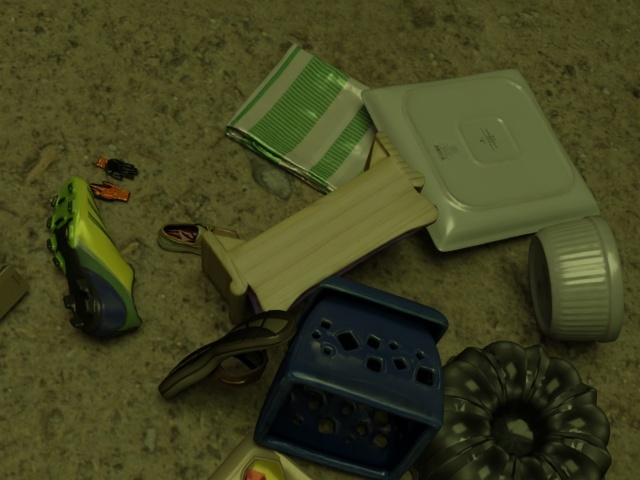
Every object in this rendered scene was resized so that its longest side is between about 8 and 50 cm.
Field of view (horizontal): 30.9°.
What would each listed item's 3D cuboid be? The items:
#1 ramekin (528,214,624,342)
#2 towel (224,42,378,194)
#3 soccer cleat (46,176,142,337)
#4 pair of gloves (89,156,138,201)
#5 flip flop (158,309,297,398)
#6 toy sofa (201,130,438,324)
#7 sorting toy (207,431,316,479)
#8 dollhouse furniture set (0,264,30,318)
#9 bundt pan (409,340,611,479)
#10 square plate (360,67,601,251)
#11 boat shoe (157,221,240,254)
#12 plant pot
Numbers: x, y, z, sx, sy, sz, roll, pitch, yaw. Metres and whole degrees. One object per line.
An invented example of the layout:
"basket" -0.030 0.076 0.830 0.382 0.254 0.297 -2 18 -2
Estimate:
"ramekin" 0.406 0.066 1.861 0.109 0.207 0.207 -6 62 -2
"towel" 0.028 -0.193 2.035 0.325 0.038 0.248 31 61 8
"soccer cleat" -0.357 0.028 1.841 0.121 0.093 0.289 9 50 -39
"pair of gloves" -0.348 -0.102 1.941 0.074 0.010 0.083 15 58 1
"flip flop" -0.130 0.181 1.697 0.080 0.277 0.112 55 34 -4
"toy sofa" 0.000 0.000 1.840 0.362 0.150 0.177 -32 76 -17
"sorting toy" -0.081 0.406 1.688 0.208 0.038 0.193 37 63 12
"dollhouse furniture set" -0.557 0.052 1.815 0.151 0.123 0.144 51 60 -21
"bundt pan" 0.294 0.296 1.759 0.331 0.124 0.330 4 62 -7
"square plate" 0.287 -0.160 2.019 0.344 0.049 0.347 -11 61 -26
"boat shoe" -0.198 -0.005 1.891 0.135 0.045 0.050 0 62 -9
"plant pot" 0.053 0.197 1.707 0.236 0.236 0.212 19 54 -6
